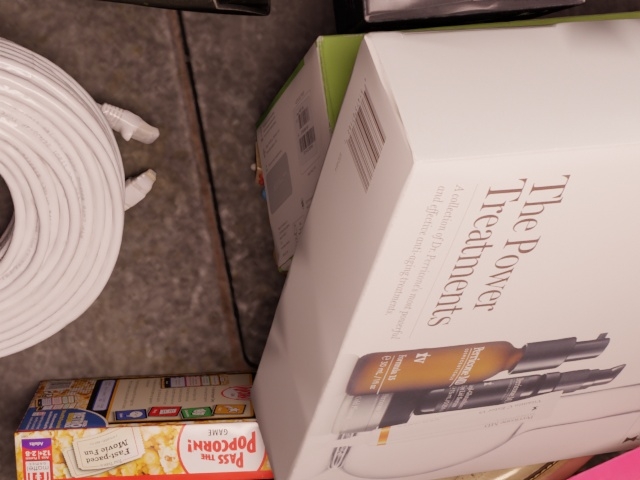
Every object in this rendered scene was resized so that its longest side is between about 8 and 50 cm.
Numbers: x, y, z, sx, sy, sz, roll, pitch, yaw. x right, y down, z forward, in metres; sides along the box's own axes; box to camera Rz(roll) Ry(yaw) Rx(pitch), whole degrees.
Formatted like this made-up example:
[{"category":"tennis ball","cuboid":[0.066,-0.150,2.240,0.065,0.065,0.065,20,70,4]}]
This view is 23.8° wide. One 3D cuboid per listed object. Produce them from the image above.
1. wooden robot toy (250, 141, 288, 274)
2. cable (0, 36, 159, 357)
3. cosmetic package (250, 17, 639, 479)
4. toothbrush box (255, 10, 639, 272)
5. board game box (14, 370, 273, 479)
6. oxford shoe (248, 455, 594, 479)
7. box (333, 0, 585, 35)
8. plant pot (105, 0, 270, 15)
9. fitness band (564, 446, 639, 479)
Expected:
[{"category":"wooden robot toy","cuboid":[0.000,0.000,1.178,0.173,0.076,0.079,37,128,-6]},{"category":"cable","cuboid":[-0.269,-0.025,1.104,0.257,0.089,0.257,32,102,-26]},{"category":"cosmetic package","cuboid":[0.130,0.022,0.938,0.284,0.377,0.097,-8,57,-18]},{"category":"toothbrush box","cuboid":[0.117,-0.067,1.057,0.283,0.206,0.122,-6,80,-14]},{"category":"board game box","cuboid":[-0.120,0.137,1.132,0.193,0.147,0.045,-2,100,-2]},{"category":"oxford shoe","cuboid":[0.080,0.161,1.161,0.348,0.123,0.130,-28,90,-2]},{"category":"box","cuboid":[0.082,-0.228,1.042,0.143,0.270,0.165,-5,96,-2]},{"category":"plant pot","cuboid":[-0.138,-0.250,1.083,0.167,0.187,0.188,-3,96,10]},{"category":"fitness band","cuboid":[0.196,0.212,1.129,0.291,0.209,0.054,-23,72,-3]}]
